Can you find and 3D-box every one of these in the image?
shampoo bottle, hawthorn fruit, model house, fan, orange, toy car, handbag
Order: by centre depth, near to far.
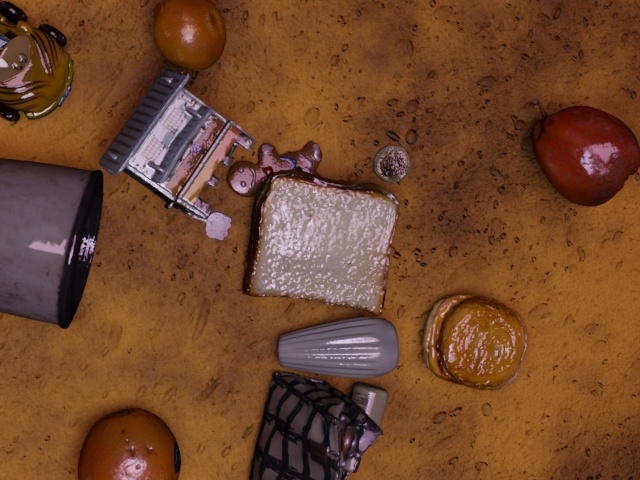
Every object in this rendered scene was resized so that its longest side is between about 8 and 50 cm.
[{"bbox_3d":[-0.581,-0.337,1.595,0.248,0.142,0.200,28,85,-12],"label":"toy car"},{"bbox_3d":[-0.363,0.422,1.646,0.206,0.206,0.206,0,91,-15],"label":"orange"},{"bbox_3d":[-0.270,-0.177,1.652,0.215,0.198,0.224,36,82,-19],"label":"model house"},{"bbox_3d":[-0.020,0.444,1.667,0.162,0.327,0.325,11,90,-19],"label":"handbag"},{"bbox_3d":[-0.258,-0.405,1.683,0.134,0.155,0.154,-20,98,28],"label":"orange"},{"bbox_3d":[-0.224,-0.035,1.767,0.083,0.004,0.056,20,87,-15],"label":"fan"},{"bbox_3d":[0.087,0.384,1.819,0.079,0.079,0.162,16,87,-15],"label":"shampoo bottle"},{"bbox_3d":[0.558,-0.203,1.882,0.262,0.210,0.210,39,81,10],"label":"hawthorn fruit"}]

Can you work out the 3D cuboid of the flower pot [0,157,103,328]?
[{"bbox_3d":[-0.575,-0.019,1.537,0.330,0.293,0.293,14,88,-10],"label":"flower pot"}]

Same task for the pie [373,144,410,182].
[{"bbox_3d":[0.155,-0.166,1.858,0.085,0.017,0.085,0,92,-15],"label":"pie"}]

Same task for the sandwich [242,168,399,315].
[{"bbox_3d":[0.000,0.000,1.770,0.301,0.099,0.271,9,93,-14],"label":"sandwich"}]

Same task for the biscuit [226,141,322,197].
[{"bbox_3d":[-0.091,-0.133,1.788,0.205,0.031,0.138,-5,93,-13],"label":"biscuit"}]

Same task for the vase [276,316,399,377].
[{"bbox_3d":[0.033,0.222,1.783,0.248,0.128,0.128,-2,92,-6],"label":"vase"}]

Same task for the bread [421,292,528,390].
[{"bbox_3d":[0.337,0.218,1.860,0.236,0.120,0.198,17,85,-15],"label":"bread"}]
